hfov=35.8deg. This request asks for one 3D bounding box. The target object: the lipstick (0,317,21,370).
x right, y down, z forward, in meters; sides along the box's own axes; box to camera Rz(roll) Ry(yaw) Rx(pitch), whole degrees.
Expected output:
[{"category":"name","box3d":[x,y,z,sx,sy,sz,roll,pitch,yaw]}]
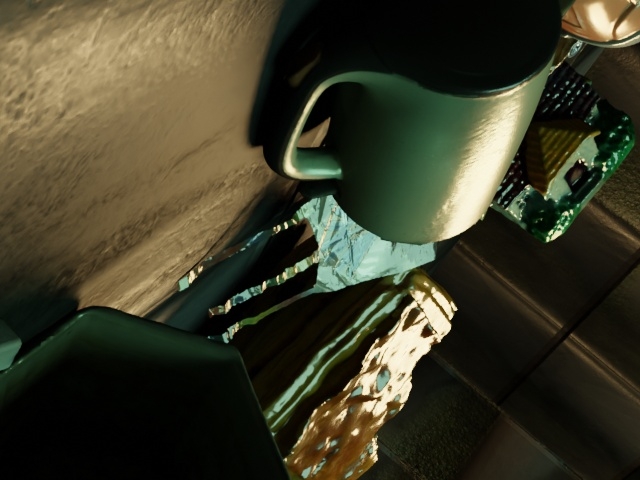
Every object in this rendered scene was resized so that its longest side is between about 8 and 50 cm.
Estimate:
[{"category":"lipstick","box3d":[-0.215,0.069,0.552,0.025,0.025,0.107,-55,163,22]}]

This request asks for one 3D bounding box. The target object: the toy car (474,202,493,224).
[{"category":"toy car","box3d":[0.170,-0.100,1.331,0.306,0.136,0.125,-16,124,-75]}]

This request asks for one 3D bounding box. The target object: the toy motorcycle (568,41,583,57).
[{"category":"toy motorcycle","box3d":[0.271,-0.253,1.315,0.136,0.092,0.254,-32,154,-32]}]

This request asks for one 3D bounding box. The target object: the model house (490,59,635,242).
[{"category":"model house","box3d":[0.350,-0.188,1.643,0.280,0.230,0.249,-51,146,-3]}]

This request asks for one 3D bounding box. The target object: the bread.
[{"category":"bread","box3d":[0.010,0.154,1.230,0.314,0.191,0.370,-48,152,-7]}]

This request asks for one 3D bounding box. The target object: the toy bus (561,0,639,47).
[{"category":"toy bus","box3d":[0.261,-0.309,0.824,0.287,0.194,0.232,-52,158,20]}]

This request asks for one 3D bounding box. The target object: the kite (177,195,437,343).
[{"category":"kite","box3d":[-0.001,-0.001,0.972,0.310,0.015,0.169,-23,129,-25]}]

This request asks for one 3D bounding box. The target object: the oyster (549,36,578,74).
[{"category":"oyster","box3d":[0.264,-0.280,1.128,0.341,0.110,0.166,-54,175,8]}]

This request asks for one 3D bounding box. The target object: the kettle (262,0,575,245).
[{"category":"kettle","box3d":[0.069,-0.109,0.801,0.240,0.165,0.255,-18,161,-12]}]

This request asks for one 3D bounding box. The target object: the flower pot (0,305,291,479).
[{"category":"flower pot","box3d":[-0.159,0.191,0.724,0.239,0.209,0.189,-42,169,-45]}]
